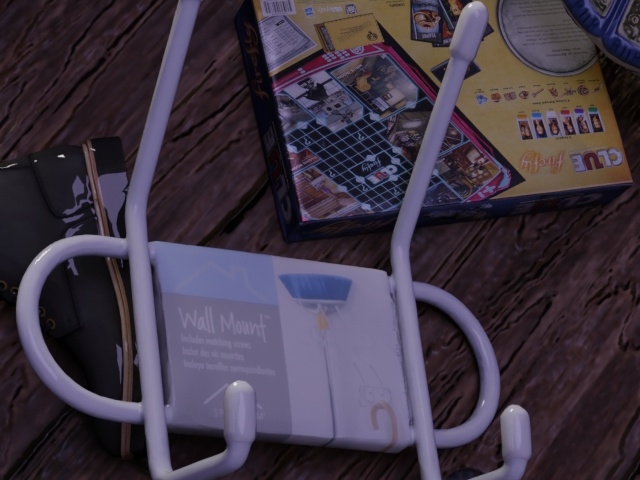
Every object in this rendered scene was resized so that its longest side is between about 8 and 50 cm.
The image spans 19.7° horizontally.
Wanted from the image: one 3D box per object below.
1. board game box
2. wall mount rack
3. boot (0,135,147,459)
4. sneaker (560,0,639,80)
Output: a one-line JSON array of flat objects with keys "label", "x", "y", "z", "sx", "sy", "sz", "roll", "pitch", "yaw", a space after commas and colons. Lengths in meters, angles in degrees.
[{"label": "board game box", "x": 0.077, "y": -0.094, "z": 1.240, "sx": 0.243, "sy": 0.042, "sz": 0.165, "roll": -6, "pitch": 73, "yaw": -20}, {"label": "wall mount rack", "x": 0.000, "y": 0.000, "z": 1.085, "sx": 0.350, "sy": 0.130, "sz": 0.304, "roll": 9, "pitch": 65, "yaw": -36}, {"label": "boot", "x": -0.175, "y": 0.041, "z": 1.106, "sx": 0.137, "sy": 0.077, "sz": 0.198, "roll": -7, "pitch": 71, "yaw": -8}, {"label": "sneaker", "x": 0.237, "y": -0.137, "z": 1.262, "sx": 0.112, "sy": 0.131, "sz": 0.296, "roll": -43, "pitch": 93, "yaw": -7}]
